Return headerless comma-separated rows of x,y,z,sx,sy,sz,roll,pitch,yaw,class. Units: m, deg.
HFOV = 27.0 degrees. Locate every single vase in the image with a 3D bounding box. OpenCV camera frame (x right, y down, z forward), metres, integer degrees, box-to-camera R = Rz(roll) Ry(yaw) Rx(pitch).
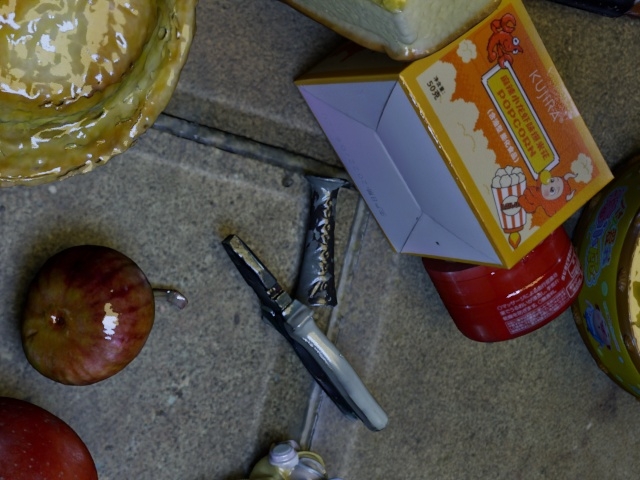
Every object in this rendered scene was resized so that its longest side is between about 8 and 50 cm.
0.000,0.000,1.698,0.059,0.059,0.167,4,92,-29,vase

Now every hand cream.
0.241,0.034,1.756,0.193,0.193,0.125,-37,112,-21,hand cream

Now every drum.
0.576,0.059,1.863,0.431,0.214,0.431,0,93,-10,drum

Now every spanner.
-0.023,0.118,1.674,0.040,0.096,0.325,-44,113,-18,spanner

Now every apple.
-0.350,0.279,1.442,0.201,0.218,0.218,28,81,-36,apple

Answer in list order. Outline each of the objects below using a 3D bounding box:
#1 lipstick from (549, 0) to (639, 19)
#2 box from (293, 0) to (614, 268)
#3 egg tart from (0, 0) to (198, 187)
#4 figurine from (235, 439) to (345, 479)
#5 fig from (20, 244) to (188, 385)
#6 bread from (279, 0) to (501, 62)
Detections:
0.468,-0.347,1.911,0.418,0.077,0.077,6,92,-29,lipstick
0.166,-0.142,1.661,0.214,0.259,0.283,-41,112,-22,box
-0.322,-0.270,1.432,0.443,0.178,0.443,-3,97,-27,egg tart
-0.066,0.328,1.654,0.208,0.184,0.128,-12,111,10,figurine
-0.255,0.070,1.526,0.202,0.148,0.149,-65,164,-47,fig
0.089,-0.380,1.558,0.323,0.333,0.143,-42,141,-18,bread
